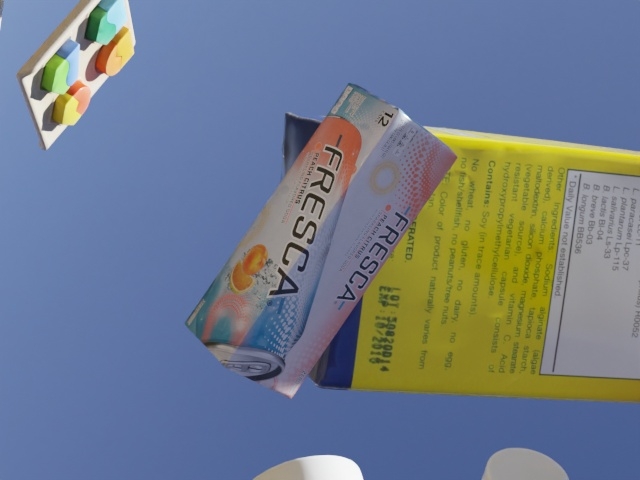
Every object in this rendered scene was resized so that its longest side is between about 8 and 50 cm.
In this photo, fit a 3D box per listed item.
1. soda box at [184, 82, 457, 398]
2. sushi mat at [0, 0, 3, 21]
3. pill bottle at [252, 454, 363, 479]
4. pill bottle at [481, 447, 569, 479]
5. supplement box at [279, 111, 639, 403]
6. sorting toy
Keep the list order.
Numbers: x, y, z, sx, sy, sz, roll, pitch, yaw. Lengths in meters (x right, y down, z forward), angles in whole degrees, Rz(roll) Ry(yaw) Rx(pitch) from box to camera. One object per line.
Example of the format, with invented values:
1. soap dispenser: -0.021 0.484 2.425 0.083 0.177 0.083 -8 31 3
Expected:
1. soda box: 0.000 0.000 0.731 0.183 0.063 0.058 -56 -140 2
2. sushi mat: -0.320 -0.114 0.960 0.151 0.019 0.316 -36 160 -40
3. pill bottle: 0.017 0.475 1.560 0.204 0.204 0.361 -38 -131 26
4. pill bottle: 0.194 0.326 1.276 0.117 0.117 0.208 -109 -155 -57
5. supplement box: 0.152 0.013 0.988 0.195 0.356 0.194 -149 -115 -72
6. sorting toy: -0.288 -0.219 1.480 0.193 0.038 0.208 -55 173 -21
